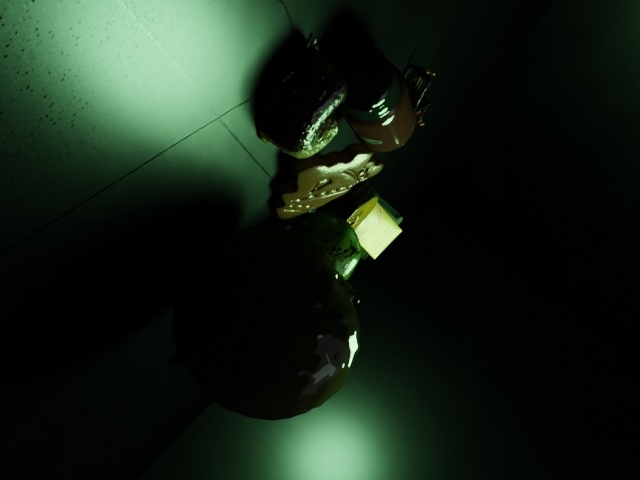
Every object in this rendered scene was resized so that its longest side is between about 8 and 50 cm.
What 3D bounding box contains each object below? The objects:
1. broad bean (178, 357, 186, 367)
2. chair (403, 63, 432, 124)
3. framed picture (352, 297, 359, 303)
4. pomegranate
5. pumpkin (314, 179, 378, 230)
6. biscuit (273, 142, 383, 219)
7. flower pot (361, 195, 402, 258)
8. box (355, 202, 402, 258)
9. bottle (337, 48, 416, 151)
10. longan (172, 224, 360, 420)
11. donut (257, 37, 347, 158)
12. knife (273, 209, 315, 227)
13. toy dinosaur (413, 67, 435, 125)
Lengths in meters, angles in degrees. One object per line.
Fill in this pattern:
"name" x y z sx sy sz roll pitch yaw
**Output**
"broad bean" -0.374 0.323 1.500 0.070 0.048 0.214 -41 167 -41
"chair" 0.250 -0.389 1.374 0.101 0.084 0.213 -38 166 -35
"framed picture" -0.056 0.118 1.349 0.244 0.323 0.013 75 34 -79
"pomegranate" 0.000 0.036 1.359 0.211 0.211 0.263 -52 -176 23
"pumpkin" 0.051 -0.078 1.576 0.221 0.139 0.317 -28 155 -56
"biscuit" 0.001 -0.121 1.179 0.283 0.043 0.306 -12 162 -46
"flower pot" 0.182 -0.070 2.023 0.209 0.189 0.239 -50 170 19
"box" 0.161 -0.067 1.819 0.152 0.269 0.043 -47 -146 0
"bottle" 0.111 -0.269 1.016 0.144 0.144 0.336 -50 171 9
"longan" -0.099 0.160 1.045 0.391 0.391 0.391 -47 171 -10
"donut" -0.026 -0.202 0.850 0.141 0.085 0.217 -47 173 -9
"knife" -0.094 -0.046 1.375 0.244 0.032 0.058 -36 169 -40
"toy dinosaur" 0.267 -0.381 1.504 0.055 0.102 0.279 -21 166 -35
